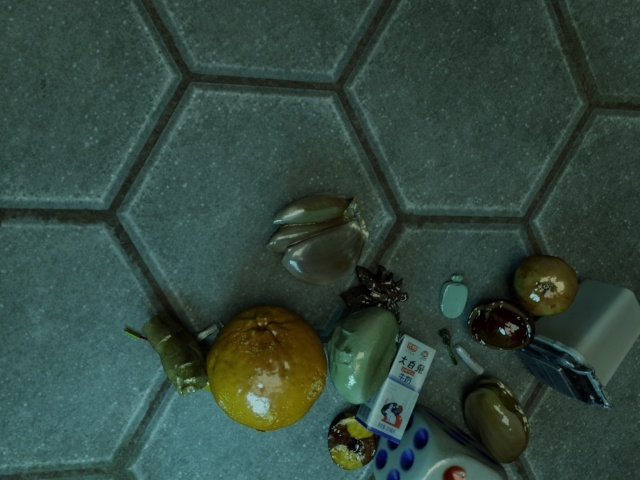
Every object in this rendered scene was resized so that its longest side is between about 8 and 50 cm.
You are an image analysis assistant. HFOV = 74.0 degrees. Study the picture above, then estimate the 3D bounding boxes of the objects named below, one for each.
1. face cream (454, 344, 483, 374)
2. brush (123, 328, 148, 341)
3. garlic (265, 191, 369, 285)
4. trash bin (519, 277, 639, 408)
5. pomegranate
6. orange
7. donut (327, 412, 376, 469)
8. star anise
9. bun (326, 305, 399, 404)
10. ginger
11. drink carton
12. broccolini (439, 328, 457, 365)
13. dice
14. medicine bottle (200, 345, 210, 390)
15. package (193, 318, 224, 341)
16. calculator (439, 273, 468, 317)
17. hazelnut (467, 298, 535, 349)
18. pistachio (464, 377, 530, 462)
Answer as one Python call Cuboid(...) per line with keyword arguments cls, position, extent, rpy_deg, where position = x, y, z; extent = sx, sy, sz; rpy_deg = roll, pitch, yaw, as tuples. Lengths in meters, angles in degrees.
Cuboid(cls="face cream", position=(0.509, 0.409, 1.465), extent=(0.034, 0.034, 0.130), rpy_deg=(-44, 101, -2))
Cuboid(cls="brush", position=(-0.551, 0.294, 1.284), extent=(0.083, 0.019, 0.021), rpy_deg=(26, 101, -11))
Cuboid(cls="garlic", position=(0.000, 0.000, 1.284), extent=(0.325, 0.132, 0.279), rpy_deg=(-23, 99, -9))
Cuboid(cls="trash bin", position=(0.876, 0.322, 1.390), extent=(0.367, 0.296, 0.256), rpy_deg=(-41, 108, -11))
Cuboid(cls="pomegranate", position=(0.728, 0.145, 1.390), extent=(0.207, 0.207, 0.207), rpy_deg=(-1, 97, -9))
Cuboid(cls="orange", position=(-0.148, 0.341, 1.191), extent=(0.340, 0.341, 0.293), rpy_deg=(-7, 130, -9))
Cuboid(cls="donut", position=(0.100, 0.655, 1.405), extent=(0.166, 0.073, 0.184), rpy_deg=(-27, 99, -7))
Cuboid(cls="star anise", position=(0.175, 0.185, 1.351), extent=(0.220, 0.099, 0.214), rpy_deg=(10, 93, -10))
Cuboid(cls="bun", position=(0.107, 0.323, 1.248), extent=(0.179, 0.283, 0.283), rpy_deg=(18, 94, 32))
Cuboid(cls="ginger", position=(-0.408, 0.318, 1.221), extent=(0.116, 0.109, 0.263), rpy_deg=(-42, 72, 0))
Cuboid(cls="drink carton", position=(0.240, 0.460, 1.360), extent=(0.130, 0.106, 0.315), rpy_deg=(29, 76, -13))
Cuboid(cls="broccolini", position=(0.445, 0.365, 1.454), extent=(0.035, 0.030, 0.140), rpy_deg=(-28, 103, -10))
Cuboid(cls="dice", position=(0.367, 0.724, 1.339), extent=(0.304, 0.304, 0.277), rpy_deg=(35, 90, -12))
Cuboid(cls="medicine bottle", position=(-0.312, 0.437, 1.316), extent=(0.260, 0.064, 0.095), rpy_deg=(43, 74, -11))
Cuboid(cls="package", position=(-0.350, 0.285, 1.311), extent=(0.110, 0.015, 0.037), rpy_deg=(-29, 89, -16))
Cuboid(cls="calculator", position=(0.451, 0.189, 1.436), extent=(0.095, 0.021, 0.153), rpy_deg=(7, 98, -11))
Cuboid(cls="hazelnut", position=(0.587, 0.279, 1.390), extent=(0.201, 0.160, 0.170), rpy_deg=(-22, 79, 21))
Cuboid(cls="pistachio", position=(0.598, 0.614, 1.449), extent=(0.166, 0.197, 0.288), rpy_deg=(-17, 87, -50))
